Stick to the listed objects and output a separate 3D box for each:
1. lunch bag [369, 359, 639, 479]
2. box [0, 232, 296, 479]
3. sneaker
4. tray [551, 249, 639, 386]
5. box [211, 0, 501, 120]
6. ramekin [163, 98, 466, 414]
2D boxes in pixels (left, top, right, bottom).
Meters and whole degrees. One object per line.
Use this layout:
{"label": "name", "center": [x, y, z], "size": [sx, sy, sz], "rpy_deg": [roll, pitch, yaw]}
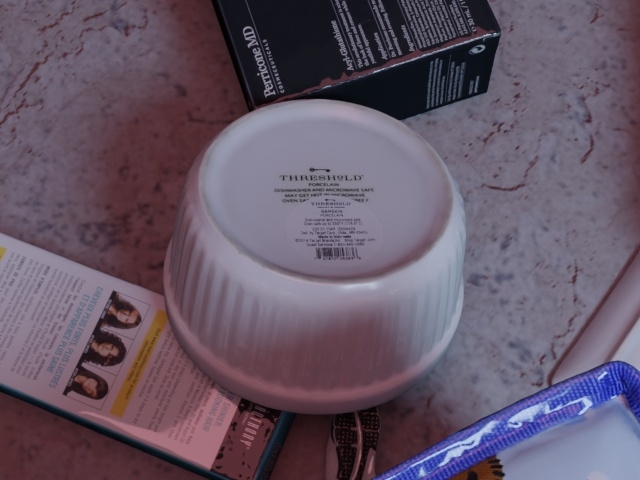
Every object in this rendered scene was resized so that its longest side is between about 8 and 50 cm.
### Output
{"label": "lunch bag", "center": [0.019, 0.259, 0.610], "size": [0.385, 0.328, 0.239], "rpy_deg": [-27, 66, -5]}
{"label": "box", "center": [-0.136, 0.086, 0.820], "size": [0.244, 0.060, 0.101], "rpy_deg": [21, 73, 10]}
{"label": "sneaker", "center": [0.021, 0.162, 0.796], "size": [0.040, 0.044, 0.109], "rpy_deg": [10, 75, -5]}
{"label": "tray", "center": [0.308, 0.116, 0.798], "size": [0.270, 0.030, 0.145], "rpy_deg": [34, 76, 14]}
{"label": "box", "center": [0.001, -0.216, 0.893], "size": [0.184, 0.103, 0.261], "rpy_deg": [-17, 71, -5]}
{"label": "ramekin", "center": [0.000, 0.000, 0.778], "size": [0.207, 0.109, 0.207], "rpy_deg": [4, 48, -5]}
